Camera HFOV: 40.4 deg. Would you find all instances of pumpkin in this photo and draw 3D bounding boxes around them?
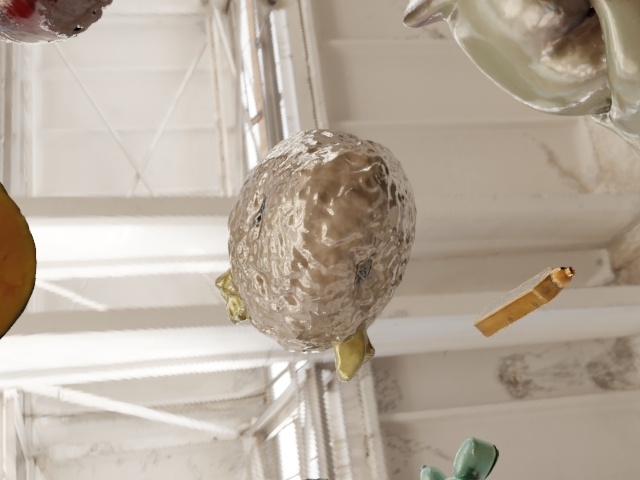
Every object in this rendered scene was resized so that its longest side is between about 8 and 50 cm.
[{"bbox_3d":[-0.439,0.028,1.081,0.169,0.148,0.312,14,-108,-17],"label":"pumpkin"}]

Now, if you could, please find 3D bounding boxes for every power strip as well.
[{"bbox_3d":[0.254,0.074,1.085,0.028,0.178,0.049,47,-129,1],"label":"power strip"}]

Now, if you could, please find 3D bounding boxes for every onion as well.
[{"bbox_3d":[-0.409,-0.408,1.227,0.276,0.276,0.276,6,-115,-13],"label":"onion"}]

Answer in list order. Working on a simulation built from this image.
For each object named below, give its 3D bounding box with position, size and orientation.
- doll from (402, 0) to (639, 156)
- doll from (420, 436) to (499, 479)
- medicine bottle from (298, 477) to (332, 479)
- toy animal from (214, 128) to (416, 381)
[{"bbox_3d":[0.266,-0.142,0.615,0.370,0.226,0.215,29,-75,-6],"label":"doll"},{"bbox_3d":[0.183,0.343,1.162,0.059,0.158,0.159,23,-155,-30],"label":"doll"},{"bbox_3d":[0.037,0.393,1.036,0.158,0.318,0.158,-10,-123,15],"label":"medicine bottle"},{"bbox_3d":[0.001,0.000,0.899,0.188,0.358,0.226,21,-80,8],"label":"toy animal"}]
